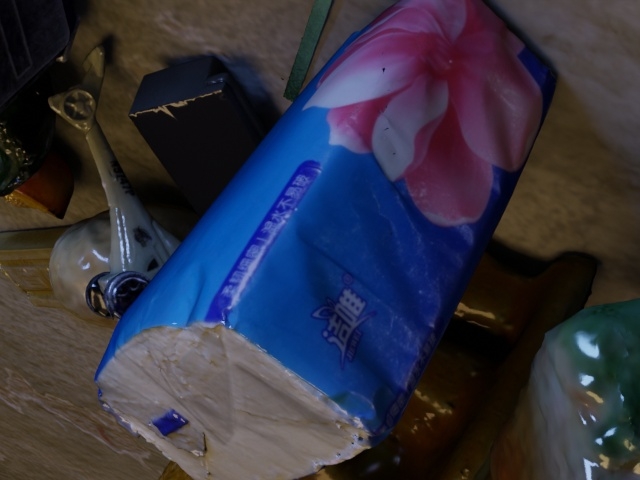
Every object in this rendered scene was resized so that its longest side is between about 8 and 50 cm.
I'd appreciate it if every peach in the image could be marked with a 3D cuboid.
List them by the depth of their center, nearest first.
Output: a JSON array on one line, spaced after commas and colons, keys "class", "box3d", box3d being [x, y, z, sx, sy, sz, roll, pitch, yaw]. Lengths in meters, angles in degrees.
[{"class": "peach", "box3d": [-0.261, -0.059, 1.014, 0.098, 0.061, 0.098, 24, 170, 4]}]

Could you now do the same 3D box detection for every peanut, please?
[{"class": "peanut", "box3d": [-0.105, 0.041, 0.975, 0.257, 0.123, 0.123, 20, 148, 2]}]

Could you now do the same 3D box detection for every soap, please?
[{"class": "soap", "box3d": [-0.240, 0.028, 1.148, 0.252, 0.037, 0.092, -4, 132, 45]}]

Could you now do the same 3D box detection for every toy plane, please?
[{"class": "toy plane", "box3d": [-0.138, -0.002, 0.876, 0.286, 0.108, 0.092, 65, 160, -7]}]

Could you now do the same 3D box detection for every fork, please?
[{"class": "fork", "box3d": [0.002, -0.145, 0.704, 0.039, 0.021, 0.235, 33, 149, 5]}]

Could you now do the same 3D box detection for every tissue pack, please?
[{"class": "tissue pack", "box3d": [0.000, 0.000, 0.670, 0.137, 0.269, 0.209, 37, 149, -9]}]

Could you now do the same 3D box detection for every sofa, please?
[{"class": "sofa", "box3d": [-0.065, -0.068, 0.852, 0.085, 0.060, 0.147, -11, 131, 27]}]

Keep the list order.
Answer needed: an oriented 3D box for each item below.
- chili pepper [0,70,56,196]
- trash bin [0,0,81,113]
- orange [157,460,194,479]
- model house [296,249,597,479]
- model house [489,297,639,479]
[{"class": "chili pepper", "box3d": [-0.318, -0.111, 0.939, 0.265, 0.148, 0.116, 15, 164, 19]}, {"class": "trash bin", "box3d": [-0.308, -0.180, 0.789, 0.235, 0.184, 0.162, 28, 148, 18]}, {"class": "orange", "box3d": [0.018, 0.294, 1.020, 0.357, 0.322, 0.322, 34, 149, 3]}, {"class": "model house", "box3d": [0.032, 0.103, 0.834, 0.239, 0.268, 0.173, 29, 160, 14]}, {"class": "model house", "box3d": [0.270, 0.198, 0.602, 0.312, 0.280, 0.245, -2, 147, -9]}]
